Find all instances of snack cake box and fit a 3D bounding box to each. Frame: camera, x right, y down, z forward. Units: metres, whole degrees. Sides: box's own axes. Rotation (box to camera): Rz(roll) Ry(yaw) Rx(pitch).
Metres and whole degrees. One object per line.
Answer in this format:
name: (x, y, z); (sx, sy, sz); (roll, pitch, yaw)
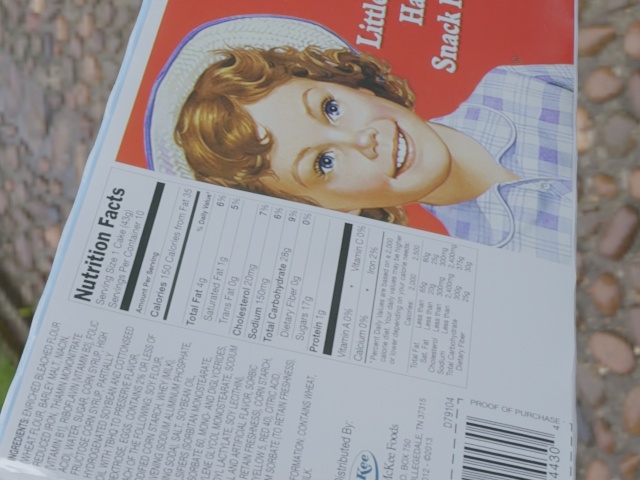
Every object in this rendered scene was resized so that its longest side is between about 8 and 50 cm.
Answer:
snack cake box: (0.000, 0.000, 0.447); (0.089, 0.152, 0.264); (105, 177, -49)
